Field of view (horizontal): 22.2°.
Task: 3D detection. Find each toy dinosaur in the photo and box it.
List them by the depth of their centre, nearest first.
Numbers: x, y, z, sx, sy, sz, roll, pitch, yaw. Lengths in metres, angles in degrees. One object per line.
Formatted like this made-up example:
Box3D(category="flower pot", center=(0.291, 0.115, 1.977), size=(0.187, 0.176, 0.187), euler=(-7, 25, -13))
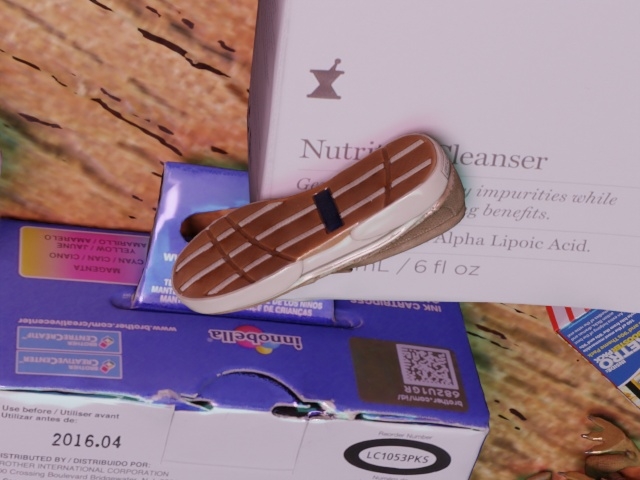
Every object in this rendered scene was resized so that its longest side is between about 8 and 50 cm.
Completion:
Box3D(category="toy dinosaur", center=(0.192, 0.166, 1.063), size=(0.211, 0.064, 0.112), euler=(-5, 147, 8))

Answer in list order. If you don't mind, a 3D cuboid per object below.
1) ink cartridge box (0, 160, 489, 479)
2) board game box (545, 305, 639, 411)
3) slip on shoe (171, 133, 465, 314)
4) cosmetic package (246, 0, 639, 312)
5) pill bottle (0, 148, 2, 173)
Box3D(category="ink cartridge box", center=(-0.071, 0.144, 0.941), size=(0.270, 0.151, 0.395), euler=(6, 128, -13))
Box3D(category="board game box", center=(0.248, 0.054, 0.980), size=(0.147, 0.045, 0.193), euler=(-36, 124, 19))
Box3D(category="slip on shoe", center=(0.000, 0.000, 0.717), size=(0.135, 0.051, 0.041), euler=(-29, 136, 10))
Box3D(category="cosmetic package", center=(0.086, -0.162, 0.721), size=(0.217, 0.156, 0.385), euler=(1, 129, -5))
Box3D(category="pill bottle", center=(-0.276, -0.088, 0.733), size=(0.152, 0.152, 0.272), euler=(-34, 125, 18))
